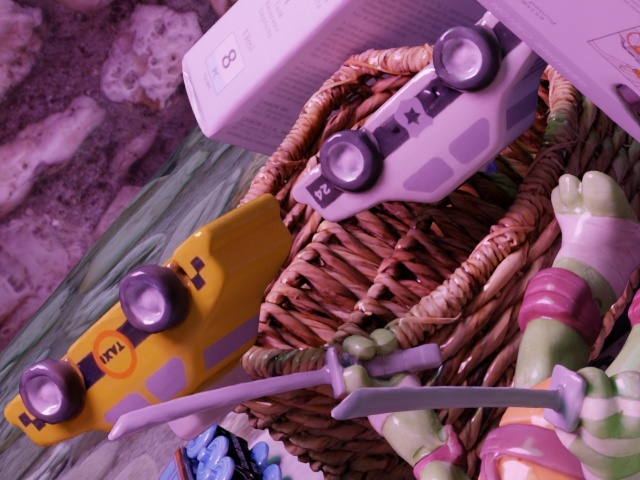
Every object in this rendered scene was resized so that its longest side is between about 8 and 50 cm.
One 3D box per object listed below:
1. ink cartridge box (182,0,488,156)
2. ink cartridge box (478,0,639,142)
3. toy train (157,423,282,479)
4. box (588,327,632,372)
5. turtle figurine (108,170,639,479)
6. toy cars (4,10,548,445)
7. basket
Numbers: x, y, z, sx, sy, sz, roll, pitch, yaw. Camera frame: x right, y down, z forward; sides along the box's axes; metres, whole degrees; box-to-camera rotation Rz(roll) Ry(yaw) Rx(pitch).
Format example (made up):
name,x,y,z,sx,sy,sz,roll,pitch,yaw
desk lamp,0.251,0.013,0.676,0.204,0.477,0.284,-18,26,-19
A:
name,x,y,z,sx,sy,sz,roll,pitch,yaw
ink cartridge box,0.127,-0.187,1.124,0.385,0.308,0.091,-41,53,30
ink cartridge box,0.220,-0.074,0.662,0.060,0.275,0.239,-54,14,-9
toy train,-0.084,0.217,1.185,0.105,0.080,0.184,-58,18,6
box,0.169,0.101,0.852,0.136,0.028,0.081,-41,17,20
turtle figurine,0.093,0.053,0.691,0.266,0.274,0.198,-53,-3,-28
toy cars,0.000,0.000,0.810,0.393,0.087,0.176,-38,-3,-11
basket,0.068,-0.002,0.924,0.299,0.223,0.213,-54,6,-29
